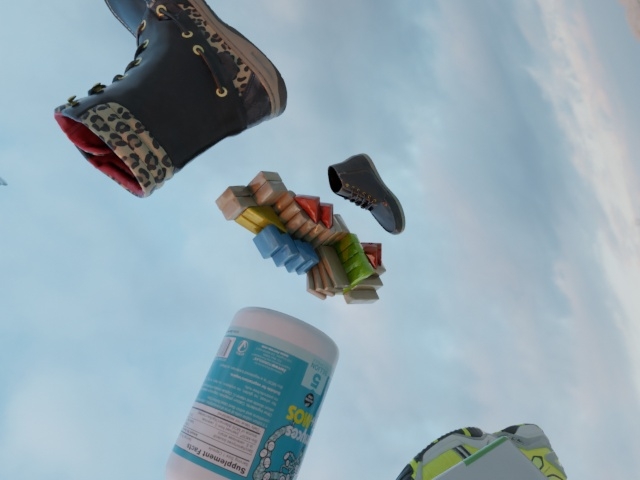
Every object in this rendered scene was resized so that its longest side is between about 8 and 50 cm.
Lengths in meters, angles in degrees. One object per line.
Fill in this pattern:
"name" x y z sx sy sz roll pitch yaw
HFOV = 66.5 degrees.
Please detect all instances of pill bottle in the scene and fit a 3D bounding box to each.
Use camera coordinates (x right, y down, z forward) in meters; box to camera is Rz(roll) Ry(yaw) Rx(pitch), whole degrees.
"pill bottle" -0.084 0.223 0.575 0.146 0.146 0.264 38 -118 -34

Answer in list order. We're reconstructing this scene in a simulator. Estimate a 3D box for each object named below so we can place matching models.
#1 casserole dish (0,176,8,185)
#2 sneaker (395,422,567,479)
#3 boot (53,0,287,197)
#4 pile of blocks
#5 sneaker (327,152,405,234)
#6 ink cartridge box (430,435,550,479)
"casserole dish" -0.421 -0.100 0.499 0.037 0.114 0.188 -55 -43 -9
"sneaker" 0.289 0.415 0.831 0.384 0.145 0.147 1 -144 -28
"boot" -0.273 -0.252 0.746 0.377 0.138 0.284 41 -116 8
"pile of blocks" 0.000 0.000 0.842 0.362 0.112 0.149 30 -144 -30
"sneaker" 0.104 -0.095 1.159 0.118 0.083 0.222 -24 -103 -35
"ink cartridge box" 0.127 0.382 0.539 0.211 0.289 0.121 1 -146 -46
